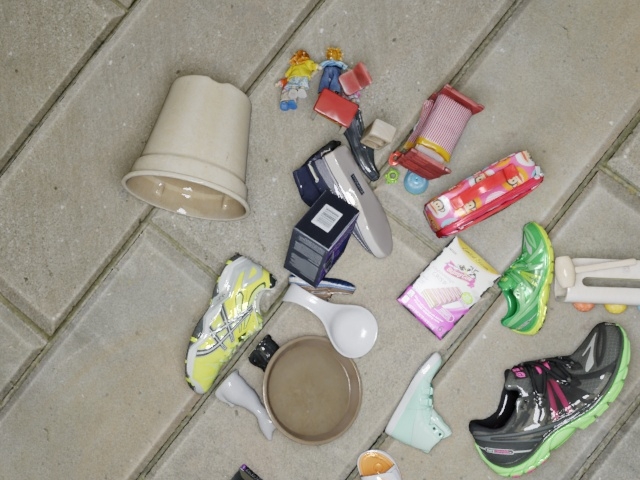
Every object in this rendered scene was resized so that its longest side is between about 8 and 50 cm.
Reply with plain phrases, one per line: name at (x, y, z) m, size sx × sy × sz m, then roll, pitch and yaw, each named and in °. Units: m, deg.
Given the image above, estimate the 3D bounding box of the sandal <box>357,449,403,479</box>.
sandal at (0.183, 0.673, 1.585) m, size 0.102 × 0.076 × 0.265 m, roll -26°, pitch 83°, yaw 3°

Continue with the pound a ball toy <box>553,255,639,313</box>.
pound a ball toy at (0.719, 0.114, 1.509) m, size 0.319 × 0.208 × 0.135 m, roll 2°, pitch 85°, yaw 5°

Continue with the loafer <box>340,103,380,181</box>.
loafer at (0.116, -0.268, 1.666) m, size 0.078 × 0.076 × 0.223 m, roll -25°, pitch 80°, yaw 11°

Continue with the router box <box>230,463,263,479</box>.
router box at (-0.214, 0.715, 1.638) m, size 0.133 × 0.046 × 0.179 m, roll 39°, pitch 90°, yaw 8°

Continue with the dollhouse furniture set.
dollhouse furniture set at (0.188, -0.326, 1.543) m, size 0.374 × 0.152 × 0.201 m, roll 27°, pitch 83°, yaw -8°

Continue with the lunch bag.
lunch bag at (0.404, -0.118, 1.534) m, size 0.293 × 0.258 × 0.120 m, roll -29°, pitch 83°, yaw 3°

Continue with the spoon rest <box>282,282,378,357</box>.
spoon rest at (0.034, 0.206, 1.598) m, size 0.276 × 0.084 × 0.137 m, roll 33°, pitch 78°, yaw -15°

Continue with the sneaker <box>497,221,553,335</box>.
sneaker at (0.526, 0.095, 1.580) m, size 0.123 × 0.109 × 0.295 m, roll 7°, pitch 87°, yaw 2°

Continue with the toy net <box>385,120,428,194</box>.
toy net at (0.260, -0.247, 1.669) m, size 0.122 × 0.045 × 0.232 m, roll 18°, pitch 86°, yaw 9°

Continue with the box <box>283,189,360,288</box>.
box at (0.000, 0.000, 1.569) m, size 0.108 × 0.207 × 0.153 m, roll 33°, pitch 59°, yaw 10°

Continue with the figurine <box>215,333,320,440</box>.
figurine at (-0.139, 0.400, 1.639) m, size 0.209 × 0.092 × 0.215 m, roll 43°, pitch 92°, yaw 3°

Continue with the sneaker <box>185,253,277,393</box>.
sneaker at (-0.242, 0.235, 1.631) m, size 0.147 × 0.145 × 0.384 m, roll 22°, pitch 89°, yaw 7°

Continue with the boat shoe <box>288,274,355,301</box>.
boat shoe at (0.003, 0.135, 1.658) m, size 0.183 × 0.066 × 0.066 m, roll 7°, pitch 98°, yaw 9°

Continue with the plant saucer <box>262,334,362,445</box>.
plant saucer at (-0.023, 0.387, 1.591) m, size 0.278 × 0.041 × 0.278 m, roll 7°, pitch 70°, yaw -22°

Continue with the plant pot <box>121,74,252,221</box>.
plant pot at (-0.316, -0.247, 1.611) m, size 0.334 × 0.334 × 0.305 m, roll 9°, pitch 75°, yaw 6°

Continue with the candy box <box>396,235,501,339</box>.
candy box at (0.336, 0.125, 1.616) m, size 0.159 × 0.071 × 0.233 m, roll 42°, pitch 90°, yaw 8°

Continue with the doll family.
doll family at (0.000, -0.450, 1.658) m, size 0.263 × 0.118 × 0.163 m, roll 3°, pitch 60°, yaw 6°

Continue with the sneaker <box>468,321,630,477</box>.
sneaker at (0.567, 0.372, 1.518) m, size 0.483 × 0.185 × 0.202 m, roll -45°, pitch 87°, yaw 0°

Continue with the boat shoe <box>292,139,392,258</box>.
boat shoe at (0.059, -0.091, 1.652) m, size 0.158 × 0.127 × 0.340 m, roll -22°, pitch 97°, yaw 35°

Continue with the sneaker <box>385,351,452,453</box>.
sneaker at (0.289, 0.423, 1.584) m, size 0.151 × 0.094 × 0.256 m, roll 28°, pitch 99°, yaw 13°
